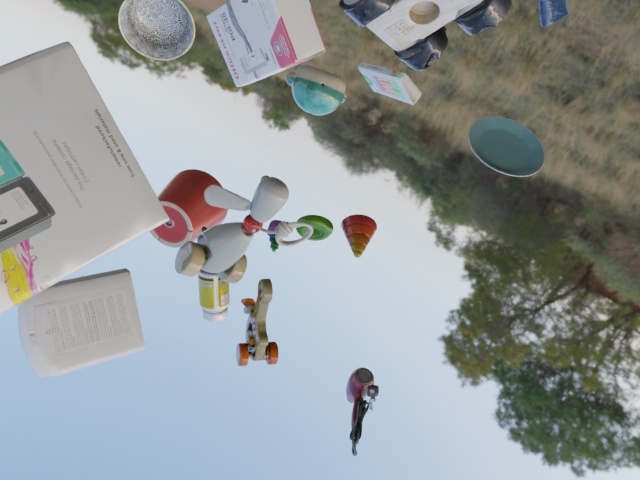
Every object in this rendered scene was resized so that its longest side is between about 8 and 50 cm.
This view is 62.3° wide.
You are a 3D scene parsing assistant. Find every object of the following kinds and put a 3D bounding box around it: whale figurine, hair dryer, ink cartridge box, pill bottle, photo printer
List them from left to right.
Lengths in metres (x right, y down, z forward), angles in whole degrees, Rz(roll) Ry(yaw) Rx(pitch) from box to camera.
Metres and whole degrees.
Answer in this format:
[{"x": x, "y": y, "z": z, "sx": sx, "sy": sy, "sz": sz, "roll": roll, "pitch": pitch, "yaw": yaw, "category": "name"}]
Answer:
[{"x": -0.345, "y": -0.050, "z": 0.553, "sx": 0.198, "sy": 0.270, "sz": 0.197, "roll": 20, "pitch": 138, "yaw": 59, "category": "ink cartridge box"}, {"x": -0.674, "y": 0.231, "z": 1.492, "sx": 0.307, "sy": 0.256, "sz": 0.107, "roll": -13, "pitch": -178, "yaw": -38, "category": "photo printer"}, {"x": -0.416, "y": 0.204, "z": 2.073, "sx": 0.119, "sy": 0.208, "sz": 0.119, "roll": 2, "pitch": -159, "yaw": -1, "category": "pill bottle"}, {"x": -0.144, "y": -0.535, "z": 1.365, "sx": 0.117, "sy": 0.207, "sz": 0.283, "roll": -35, "pitch": -159, "yaw": -35, "category": "ink cartridge box"}, {"x": -0.020, "y": -0.492, "z": 1.778, "sx": 0.216, "sy": 0.141, "sz": 0.272, "roll": 16, "pitch": -173, "yaw": -14, "category": "whale figurine"}, {"x": 0.104, "y": 0.499, "z": 1.618, "sx": 0.080, "sy": 0.224, "sz": 0.293, "roll": 20, "pitch": -178, "yaw": 1, "category": "hair dryer"}]

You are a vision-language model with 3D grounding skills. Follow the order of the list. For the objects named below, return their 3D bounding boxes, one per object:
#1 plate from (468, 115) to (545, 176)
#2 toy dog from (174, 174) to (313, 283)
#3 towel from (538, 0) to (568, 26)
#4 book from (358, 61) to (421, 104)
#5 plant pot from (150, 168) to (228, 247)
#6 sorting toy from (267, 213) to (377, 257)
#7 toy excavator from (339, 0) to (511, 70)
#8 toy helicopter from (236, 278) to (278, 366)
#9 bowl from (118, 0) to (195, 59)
[{"x": 0.431, "y": -0.216, "z": 1.237, "sx": 0.188, "sy": 0.024, "sz": 0.188, "roll": 6, "pitch": -123, "yaw": -9, "category": "plate"}, {"x": -0.202, "y": -0.040, "z": 1.246, "sx": 0.220, "sy": 0.333, "sz": 0.161, "roll": 45, "pitch": -162, "yaw": -51, "category": "toy dog"}, {"x": 0.492, "y": -0.523, "z": 1.124, "sx": 0.029, "sy": 0.067, "sz": 0.119, "roll": 42, "pitch": 160, "yaw": 51, "category": "towel"}, {"x": 0.169, "y": -0.394, "z": 1.312, "sx": 0.144, "sy": 0.035, "sz": 0.096, "roll": 32, "pitch": 176, "yaw": 41, "category": "book"}, {"x": -0.529, "y": -0.112, "z": 2.054, "sx": 0.275, "sy": 0.275, "sz": 0.243, "roll": 28, "pitch": -149, "yaw": 2, "category": "plant pot"}, {"x": 0.000, "y": 0.000, "z": 1.722, "sx": 0.365, "sy": 0.126, "sz": 0.127, "roll": 0, "pitch": 146, "yaw": 8, "category": "sorting toy"}, {"x": 0.156, "y": -0.586, "z": 1.103, "sx": 0.222, "sy": 0.445, "sz": 0.433, "roll": 24, "pitch": 151, "yaw": -37, "category": "toy excavator"}, {"x": -0.220, "y": 0.267, "z": 1.889, "sx": 0.140, "sy": 0.355, "sz": 0.235, "roll": 1, "pitch": -143, "yaw": -20, "category": "toy helicopter"}, {"x": -0.376, "y": -0.516, "z": 1.232, "sx": 0.170, "sy": 0.170, "sz": 0.080, "roll": 21, "pitch": -138, "yaw": -29, "category": "bowl"}]
